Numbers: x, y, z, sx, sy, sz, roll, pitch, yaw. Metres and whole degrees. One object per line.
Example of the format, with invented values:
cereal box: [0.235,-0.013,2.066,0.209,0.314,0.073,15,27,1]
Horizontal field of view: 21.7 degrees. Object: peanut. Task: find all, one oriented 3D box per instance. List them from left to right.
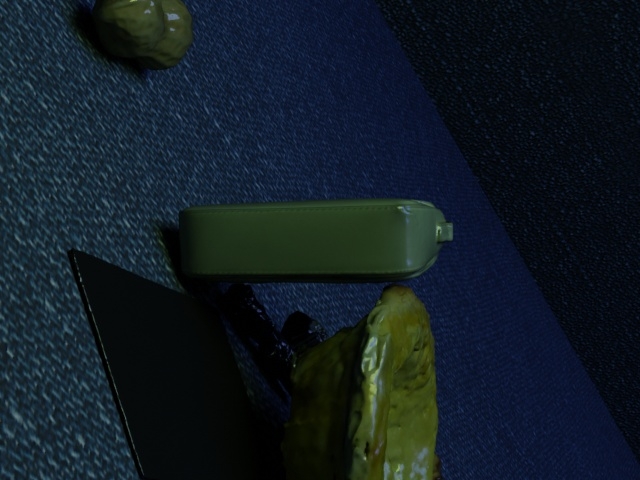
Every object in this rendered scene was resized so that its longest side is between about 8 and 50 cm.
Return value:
peanut: [-0.177,-0.216,1.662,0.082,0.082,0.187,67,13,10]

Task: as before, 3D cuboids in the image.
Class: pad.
pad: [-0.119,0.124,1.447,0.300,0.005,0.202,30,38,-67]

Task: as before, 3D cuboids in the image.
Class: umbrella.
umbrella: [-0.050,0.103,1.670,0.144,0.037,0.040,56,17,-26]

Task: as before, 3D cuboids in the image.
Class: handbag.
handbag: [0.000,0.000,1.620,0.219,0.256,0.079,-5,94,-73]

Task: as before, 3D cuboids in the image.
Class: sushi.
sushi: [-0.010,0.127,1.753,0.084,0.056,0.083,57,8,-24]

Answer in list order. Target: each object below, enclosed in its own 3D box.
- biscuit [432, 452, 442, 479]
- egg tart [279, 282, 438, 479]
biscuit: [0.071,0.252,1.800,0.118,0.061,0.183,21,21,-3]
egg tart: [0.036,0.192,1.554,0.315,0.120,0.314,1,90,-76]
